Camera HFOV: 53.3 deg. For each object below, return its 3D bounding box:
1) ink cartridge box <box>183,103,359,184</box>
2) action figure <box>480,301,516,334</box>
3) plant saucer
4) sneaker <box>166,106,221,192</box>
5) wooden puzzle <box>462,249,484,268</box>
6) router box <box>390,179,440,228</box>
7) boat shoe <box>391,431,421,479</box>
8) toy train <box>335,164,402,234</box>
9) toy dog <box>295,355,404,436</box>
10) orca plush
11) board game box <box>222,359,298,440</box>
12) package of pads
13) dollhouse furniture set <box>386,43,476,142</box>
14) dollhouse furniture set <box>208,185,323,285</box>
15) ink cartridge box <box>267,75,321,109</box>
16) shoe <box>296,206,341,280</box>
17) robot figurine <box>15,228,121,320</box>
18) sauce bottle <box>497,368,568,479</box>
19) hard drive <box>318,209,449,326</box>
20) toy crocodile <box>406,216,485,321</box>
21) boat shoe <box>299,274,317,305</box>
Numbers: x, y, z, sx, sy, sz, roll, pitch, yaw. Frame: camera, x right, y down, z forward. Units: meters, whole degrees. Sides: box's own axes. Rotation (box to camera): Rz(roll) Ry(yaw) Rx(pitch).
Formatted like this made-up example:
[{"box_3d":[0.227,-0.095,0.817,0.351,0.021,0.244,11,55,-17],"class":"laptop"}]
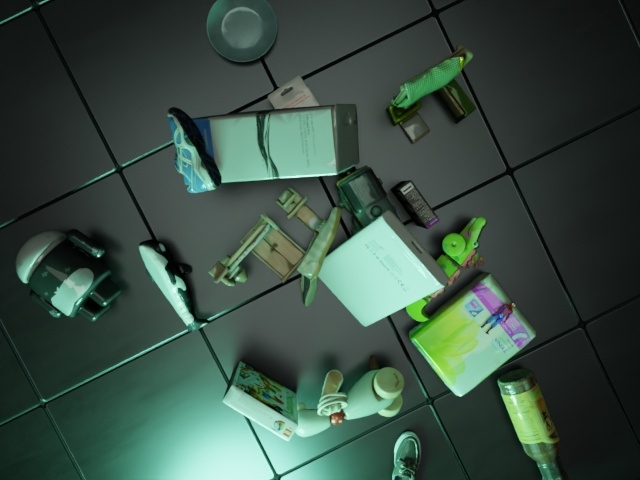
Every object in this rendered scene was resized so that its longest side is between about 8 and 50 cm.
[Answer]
[{"box_3d":[-0.118,-0.248,1.619,0.394,0.285,0.166,-2,102,15],"class":"ink cartridge box"},{"box_3d":[0.492,0.209,1.748,0.115,0.030,0.038,-43,86,-2],"class":"action figure"},{"box_3d":[-0.217,-0.592,1.778,0.195,0.037,0.195,0,93,-1],"class":"plant saucer"},{"box_3d":[-0.312,-0.207,1.485,0.081,0.080,0.211,-22,97,19],"class":"sneaker"},{"box_3d":[0.433,0.054,1.848,0.083,0.006,0.049,-8,93,-2],"class":"wooden puzzle"},{"box_3d":[0.257,-0.100,1.749,0.046,0.179,0.133,-36,94,2],"class":"router box"},{"box_3d":[0.241,0.671,1.837,0.080,0.076,0.229,16,92,-3],"class":"boat shoe"},{"box_3d":[0.154,-0.055,1.741,0.142,0.190,0.334,-29,93,0],"class":"toy train"},{"box_3d":[0.079,0.418,1.773,0.333,0.161,0.220,0,135,-30],"class":"toy dog"},{"box_3d":[-0.388,0.109,1.778,0.102,0.151,0.287,-37,91,-31],"class":"orca plush"},{"box_3d":[-0.154,0.417,1.696,0.193,0.305,0.053,32,89,-4],"class":"board game box"},{"box_3d":[0.432,0.269,1.813,0.296,0.101,0.229,-38,92,1],"class":"package of pads"},{"box_3d":[0.306,-0.364,1.675,0.197,0.301,0.151,-35,91,-3],"class":"dollhouse furniture set"},{"box_3d":[-0.111,0.016,1.654,0.174,0.355,0.303,42,90,-4],"class":"dollhouse furniture set"},{"box_3d":[-0.050,-0.345,1.782,0.115,0.067,0.198,-33,95,0],"class":"ink cartridge box"},{"box_3d":[0.000,0.000,1.741,0.058,0.076,0.219,24,75,-5],"class":"shoe"},{"box_3d":[-0.684,0.095,1.732,0.278,0.173,0.209,38,67,-3],"class":"robot figurine"},{"box_3d":[0.617,0.541,1.830,0.111,0.111,0.344,-23,95,-1],"class":"sauce bottle"},{"box_3d":[0.148,0.086,1.692,0.233,0.353,0.047,48,51,-3],"class":"hard drive"},{"box_3d":[0.354,0.075,1.781,0.105,0.115,0.340,40,92,17],"class":"toy crocodile"},{"box_3d":[-0.037,0.122,1.806,0.043,0.049,0.137,22,121,25],"class":"boat shoe"}]
